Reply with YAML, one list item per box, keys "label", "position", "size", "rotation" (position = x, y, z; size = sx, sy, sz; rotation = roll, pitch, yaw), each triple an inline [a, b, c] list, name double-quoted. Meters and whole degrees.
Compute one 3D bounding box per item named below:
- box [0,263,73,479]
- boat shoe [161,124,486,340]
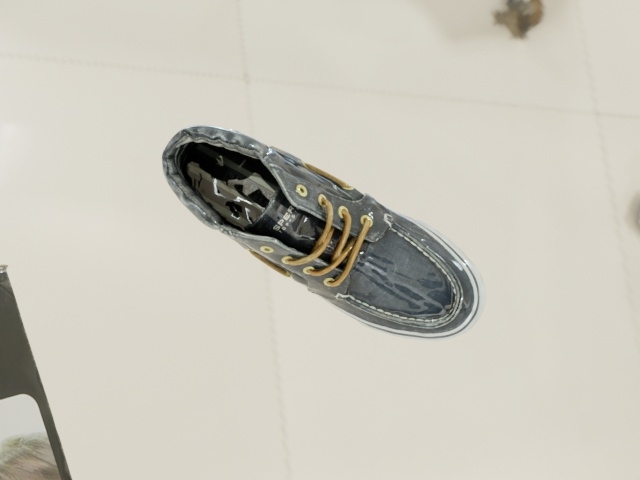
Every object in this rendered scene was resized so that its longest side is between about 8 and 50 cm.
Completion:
- label: "box"
  position: [-0.130, 0.171, 0.427]
  size: [0.087, 0.169, 0.290]
  rotation: [-12, 82, -45]
- label: "boat shoe"
  position: [0.000, 0.000, 0.715]
  size: [0.183, 0.083, 0.065]
  rotation: [29, 94, 7]
